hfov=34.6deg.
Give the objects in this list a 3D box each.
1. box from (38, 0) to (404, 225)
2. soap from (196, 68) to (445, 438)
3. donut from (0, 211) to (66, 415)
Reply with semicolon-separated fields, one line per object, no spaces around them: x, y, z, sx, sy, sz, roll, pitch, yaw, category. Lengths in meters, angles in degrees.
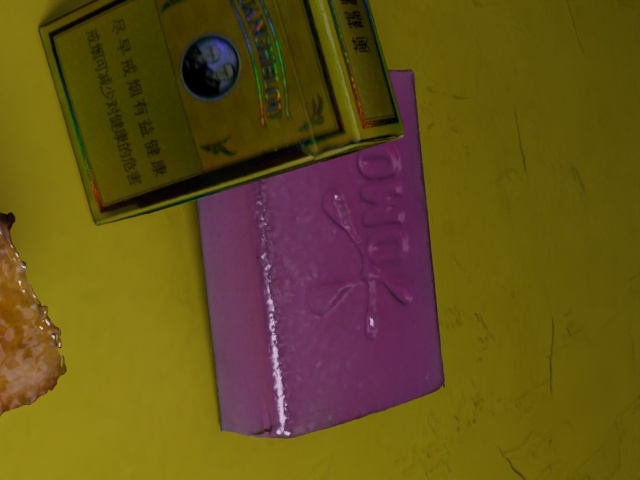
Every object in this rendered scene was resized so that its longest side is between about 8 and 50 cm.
-0.067;-0.102;0.643;0.064;0.220;0.141;-17;94;-57;box
0.001;0.000;0.765;0.181;0.081;0.259;-8;94;-43;soap
-0.236;-0.021;0.456;0.152;0.101;0.259;-31;109;-45;donut
